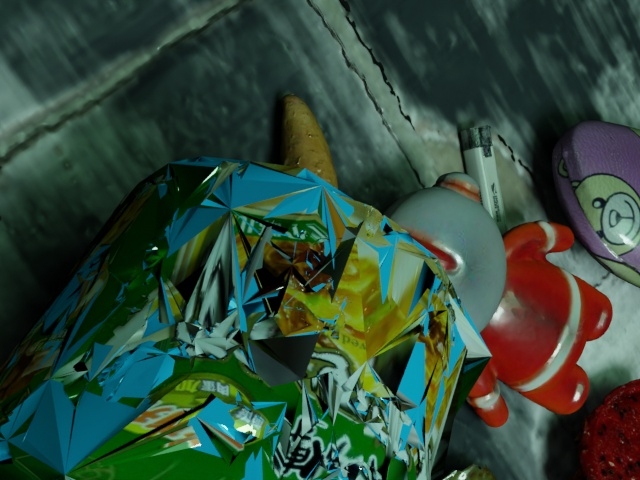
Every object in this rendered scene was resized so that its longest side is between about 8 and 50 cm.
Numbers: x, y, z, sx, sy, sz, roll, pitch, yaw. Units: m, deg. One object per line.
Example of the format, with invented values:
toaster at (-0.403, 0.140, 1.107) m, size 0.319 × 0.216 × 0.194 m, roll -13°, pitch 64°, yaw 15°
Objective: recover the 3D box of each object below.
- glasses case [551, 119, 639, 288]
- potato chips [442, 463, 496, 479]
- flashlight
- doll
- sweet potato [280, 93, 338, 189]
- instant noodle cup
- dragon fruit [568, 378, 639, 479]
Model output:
glasses case at (0.294, -0.005, 0.845) m, size 0.316 × 0.076 × 0.123 m, roll 15°, pitch 49°, yaw -34°
potato chips at (0.137, 0.224, 0.741) m, size 0.142 × 0.026 × 0.209 m, roll -36°, pitch 105°, yaw -37°
flashlight at (0.111, -0.036, 0.760) m, size 0.018 × 0.018 × 0.083 m, roll -9°, pitch 89°, yaw -36°
doll at (0.098, 0.036, 0.705) m, size 0.245 × 0.076 × 0.142 m, roll 26°, pitch 77°, yaw -36°
sweet potato at (-0.005, 0.000, 0.656) m, size 0.044 × 0.044 × 0.179 m, roll -6°, pitch 83°, yaw -38°
instant noodle cup at (-0.041, 0.084, 0.510) m, size 0.240 × 0.240 × 0.178 m, roll 40°, pitch 54°, yaw -26°
dragon fruit at (0.207, 0.177, 0.769) m, size 0.106 × 0.083 × 0.162 m, roll 6°, pitch 54°, yaw -27°
